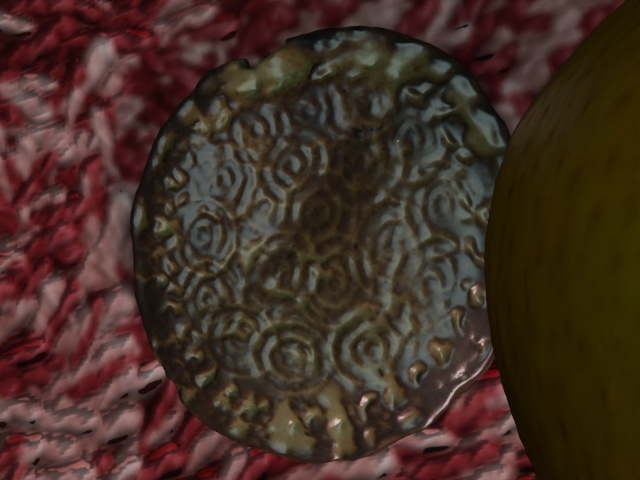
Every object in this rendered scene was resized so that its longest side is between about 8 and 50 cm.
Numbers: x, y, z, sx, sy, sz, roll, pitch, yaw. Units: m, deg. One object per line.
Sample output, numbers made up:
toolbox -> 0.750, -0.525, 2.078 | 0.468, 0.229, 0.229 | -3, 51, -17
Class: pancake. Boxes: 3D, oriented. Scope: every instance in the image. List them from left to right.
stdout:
pancake -> -0.001, 0.000, 0.666 | 0.199, 0.021, 0.199 | -1, 86, 21

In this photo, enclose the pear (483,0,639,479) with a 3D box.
pear -> 0.193, 0.080, 0.395 | 0.191, 0.340, 0.386 | -45, 37, -19
